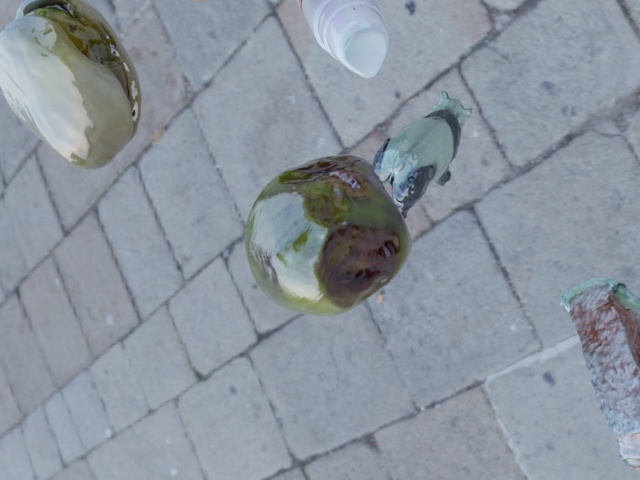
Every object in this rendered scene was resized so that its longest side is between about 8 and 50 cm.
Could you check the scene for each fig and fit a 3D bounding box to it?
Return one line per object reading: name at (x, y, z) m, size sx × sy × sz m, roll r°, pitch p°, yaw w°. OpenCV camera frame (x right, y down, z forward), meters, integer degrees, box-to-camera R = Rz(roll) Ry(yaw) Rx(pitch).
fig at (0.000, 0.000, 0.779) m, size 0.166 × 0.144 × 0.154 m, roll -34°, pitch 44°, yaw 47°

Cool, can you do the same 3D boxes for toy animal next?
toy animal at (0.136, -0.120, 1.145) m, size 0.094 × 0.225 × 0.121 m, roll 38°, pitch 136°, yaw 12°

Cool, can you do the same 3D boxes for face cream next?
face cream at (0.019, -0.345, 1.219) m, size 0.345 × 0.102 × 0.102 m, roll -111°, pitch 39°, yaw -52°

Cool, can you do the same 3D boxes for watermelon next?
watermelon at (0.223, 0.111, 0.558) m, size 0.071 × 0.139 × 0.187 m, roll -28°, pitch 87°, yaw 23°

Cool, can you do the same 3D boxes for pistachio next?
pistachio at (-0.375, -0.232, 1.273) m, size 0.197 × 0.166 × 0.288 m, roll -5°, pitch 131°, yaw 14°
